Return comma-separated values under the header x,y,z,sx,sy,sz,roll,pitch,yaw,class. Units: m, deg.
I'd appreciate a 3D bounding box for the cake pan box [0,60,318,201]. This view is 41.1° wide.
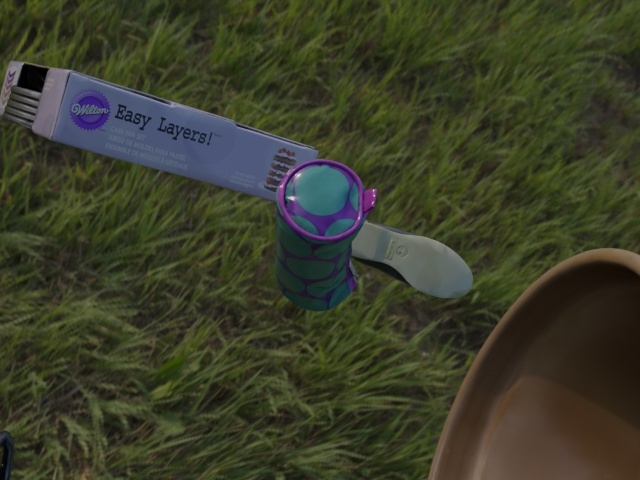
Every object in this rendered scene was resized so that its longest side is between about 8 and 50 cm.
x,y,z,sx,sy,sz,roll,pitch,yaw,class
-0.173,-0.111,0.853,0.267,0.246,0.070,14,93,-34,cake pan box

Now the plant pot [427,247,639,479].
x,y,z,sx,sy,sz,roll,pitch,yaw,class
0.149,0.132,0.435,0.110,0.237,0.237,24,54,-10,plant pot

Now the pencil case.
x,y,z,sx,sy,sz,roll,pitch,yaw,class
0.000,0.000,0.646,0.070,0.151,0.064,8,67,1,pencil case

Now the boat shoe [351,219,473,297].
x,y,z,sx,sy,sz,roll,pitch,yaw,class
0.075,0.015,0.790,0.137,0.043,0.049,21,87,1,boat shoe

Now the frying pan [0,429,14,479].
x,y,z,sx,sy,sz,roll,pitch,yaw,class
-0.269,0.337,0.662,0.197,0.053,0.326,63,36,-32,frying pan
